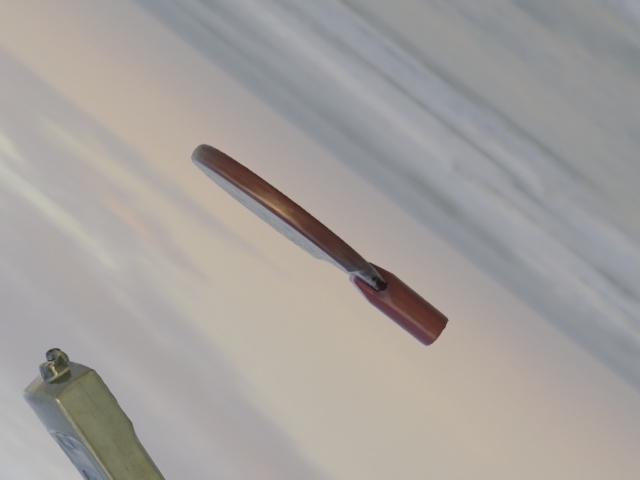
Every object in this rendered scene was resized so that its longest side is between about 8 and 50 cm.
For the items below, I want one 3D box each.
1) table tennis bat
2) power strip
[{"bbox_3d":[0.000,0.000,1.856,0.310,0.038,0.200,38,176,-12],"label":"table tennis bat"},{"bbox_3d":[-0.138,0.211,1.470,0.286,0.048,0.080,57,159,-16],"label":"power strip"}]
